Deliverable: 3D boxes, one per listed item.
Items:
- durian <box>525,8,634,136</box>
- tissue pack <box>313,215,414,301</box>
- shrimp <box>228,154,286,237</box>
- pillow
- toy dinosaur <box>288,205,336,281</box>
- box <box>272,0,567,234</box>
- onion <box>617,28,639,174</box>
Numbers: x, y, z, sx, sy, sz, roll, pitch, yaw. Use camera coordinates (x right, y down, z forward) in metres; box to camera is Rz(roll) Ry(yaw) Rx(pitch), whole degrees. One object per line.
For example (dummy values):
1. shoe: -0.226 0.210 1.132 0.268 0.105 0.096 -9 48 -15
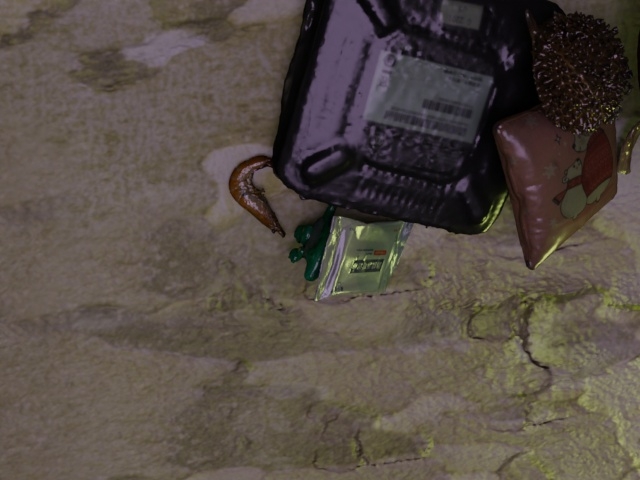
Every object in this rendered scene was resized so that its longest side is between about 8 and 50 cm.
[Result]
1. durian: 0.330 -0.228 0.995 0.188 0.091 0.148 44 67 -6
2. tissue pack: 0.062 0.024 1.134 0.193 0.026 0.122 -1 109 -52
3. shrimp: -0.075 -0.063 1.147 0.091 0.025 0.127 -31 108 6
4. pillow: 0.337 -0.103 1.091 0.236 0.084 0.223 -30 119 -28
5. toy dinosaur: 0.000 0.000 1.135 0.059 0.096 0.132 25 76 -15
6. box: 0.131 -0.195 1.074 0.359 0.091 0.350 11 109 -15
7. onion: 0.540 -0.221 0.998 0.345 0.358 0.358 8 118 38
